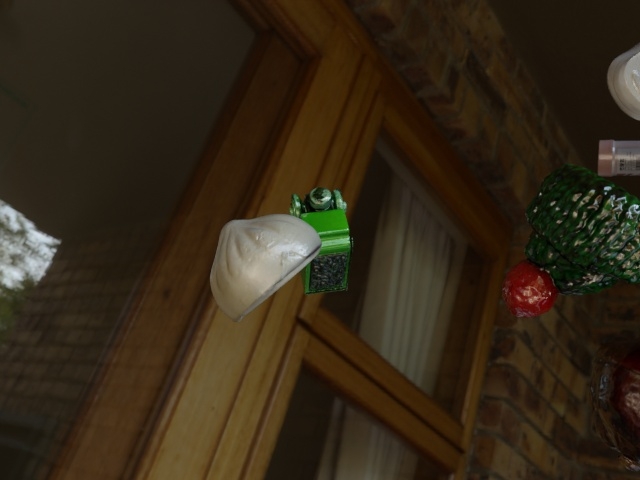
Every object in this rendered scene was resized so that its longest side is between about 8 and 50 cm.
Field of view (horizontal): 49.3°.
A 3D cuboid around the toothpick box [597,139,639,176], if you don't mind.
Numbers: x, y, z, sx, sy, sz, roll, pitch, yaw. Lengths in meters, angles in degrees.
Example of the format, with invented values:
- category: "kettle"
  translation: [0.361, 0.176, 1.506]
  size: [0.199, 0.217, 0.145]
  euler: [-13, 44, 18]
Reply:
- category: "toothpick box"
  translation: [0.812, -0.217, 1.837]
  size: [0.149, 0.098, 0.098]
  euler: [2, -33, 22]

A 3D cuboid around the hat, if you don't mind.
- category: "hat"
  translation: [0.511, 0.031, 1.415]
  size: [0.242, 0.274, 0.332]
  euler: [25, -71, -22]

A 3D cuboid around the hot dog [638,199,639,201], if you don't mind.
- category: "hot dog"
  translation: [0.723, -0.069, 1.508]
  size: [0.069, 0.131, 0.252]
  euler: [35, -38, 0]

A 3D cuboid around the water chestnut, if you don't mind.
- category: "water chestnut"
  translation: [0.703, 0.299, 1.379]
  size: [0.335, 0.347, 0.335]
  euler: [26, 3, -2]

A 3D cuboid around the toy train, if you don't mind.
- category: "toy train"
  translation: [0.000, 0.000, 1.591]
  size: [0.132, 0.188, 0.243]
  euler: [-8, -37, -9]

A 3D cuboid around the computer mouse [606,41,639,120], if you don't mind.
- category: "computer mouse"
  translation: [0.791, -0.392, 1.596]
  size: [0.184, 0.297, 0.121]
  euler: [51, -4, 3]

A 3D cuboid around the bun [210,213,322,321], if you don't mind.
- category: "bun"
  translation: [-0.072, 0.017, 0.770]
  size: [0.094, 0.138, 0.138]
  euler: [48, -30, 2]
